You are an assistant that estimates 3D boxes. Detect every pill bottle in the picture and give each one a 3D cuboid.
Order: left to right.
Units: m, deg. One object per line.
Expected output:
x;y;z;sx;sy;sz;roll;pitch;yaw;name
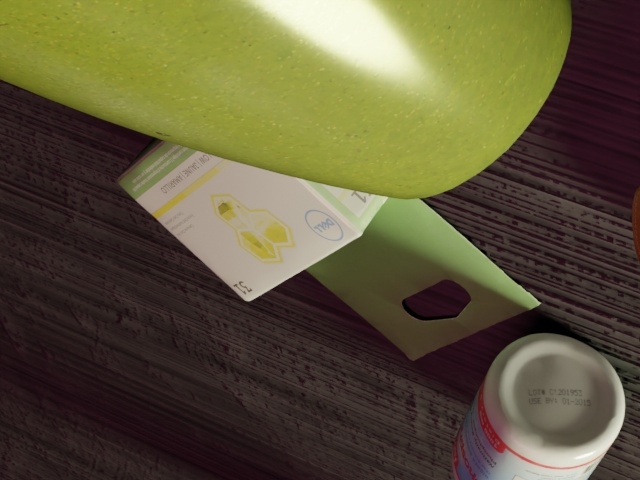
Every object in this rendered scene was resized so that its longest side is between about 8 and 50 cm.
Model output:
0.132;0.129;1.226;0.087;0.087;0.160;31;151;9;pill bottle

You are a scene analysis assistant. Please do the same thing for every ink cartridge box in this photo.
0.000;0.000;1.213;0.235;0.056;0.171;43;151;-9;ink cartridge box

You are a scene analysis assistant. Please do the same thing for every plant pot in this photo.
-0.031;-0.146;0.840;0.293;0.275;0.275;35;157;-34;plant pot

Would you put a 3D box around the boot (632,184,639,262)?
0.211;-0.010;0.948;0.152;0.073;0.197;32;138;54;boot
